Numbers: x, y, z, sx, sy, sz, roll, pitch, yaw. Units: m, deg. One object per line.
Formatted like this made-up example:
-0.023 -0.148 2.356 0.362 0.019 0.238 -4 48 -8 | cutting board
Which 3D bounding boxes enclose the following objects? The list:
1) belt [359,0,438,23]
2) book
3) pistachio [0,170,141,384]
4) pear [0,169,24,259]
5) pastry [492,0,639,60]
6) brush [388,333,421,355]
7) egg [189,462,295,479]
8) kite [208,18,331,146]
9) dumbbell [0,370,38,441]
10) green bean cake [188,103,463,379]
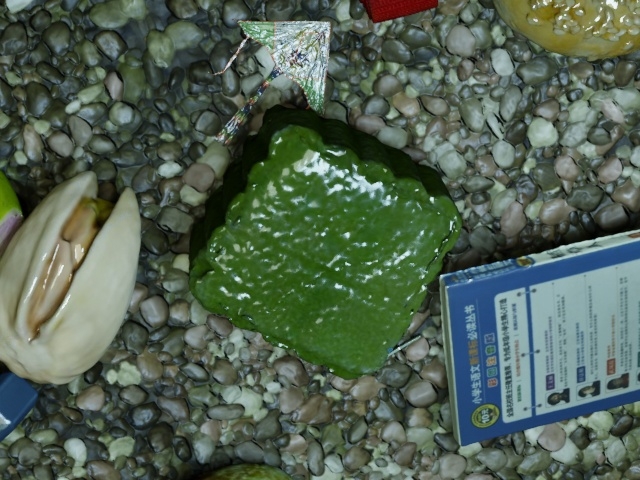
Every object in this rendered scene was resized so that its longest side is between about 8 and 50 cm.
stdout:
0.082 -0.406 1.718 0.124 0.128 0.200 -16 104 2 | belt
0.390 0.135 1.816 0.428 0.039 0.300 -12 121 -8 | book
-0.363 0.056 1.779 0.193 0.214 0.318 27 88 -5 | pistachio
-0.541 -0.045 1.768 0.220 0.187 0.187 28 101 7 | pear
0.390 -0.389 1.696 0.316 0.184 0.284 -10 104 1 | pastry
0.118 0.165 1.904 0.084 0.016 0.013 -30 90 6 | brush
-0.144 0.462 1.857 0.238 0.238 0.289 40 90 -9 | egg
-0.075 -0.238 1.815 0.198 0.006 0.244 44 99 -10 | kite
-0.575 0.176 1.832 0.156 0.143 0.316 -41 100 4 | dumbbell
0.000 0.000 1.778 0.319 0.218 0.335 30 107 -15 | green bean cake
